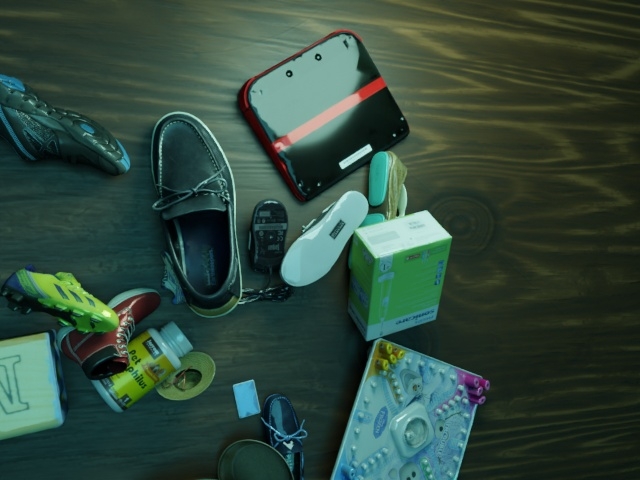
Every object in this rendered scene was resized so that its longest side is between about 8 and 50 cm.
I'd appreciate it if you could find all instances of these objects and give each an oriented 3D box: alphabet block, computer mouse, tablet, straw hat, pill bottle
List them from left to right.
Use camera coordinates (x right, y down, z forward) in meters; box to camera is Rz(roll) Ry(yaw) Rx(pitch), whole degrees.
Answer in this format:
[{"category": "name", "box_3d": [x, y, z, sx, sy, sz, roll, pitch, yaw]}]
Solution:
[{"category": "alphabet block", "box_3d": [-0.646, 0.299, 1.279, 0.197, 0.192, 0.194, -9, 87, -20]}, {"category": "pill bottle", "box_3d": [-0.400, 0.279, 1.397, 0.215, 0.117, 0.117, -37, 97, -17]}, {"category": "straw hat", "box_3d": [-0.308, 0.333, 1.448, 0.144, 0.144, 0.061, -29, 133, -18]}, {"category": "tablet", "box_3d": [-0.182, 0.390, 1.518, 0.054, 0.006, 0.083, -12, 88, -18]}, {"category": "computer mouse", "box_3d": [-0.167, 0.031, 1.529, 0.184, 0.060, 0.262, -8, 100, -23]}]

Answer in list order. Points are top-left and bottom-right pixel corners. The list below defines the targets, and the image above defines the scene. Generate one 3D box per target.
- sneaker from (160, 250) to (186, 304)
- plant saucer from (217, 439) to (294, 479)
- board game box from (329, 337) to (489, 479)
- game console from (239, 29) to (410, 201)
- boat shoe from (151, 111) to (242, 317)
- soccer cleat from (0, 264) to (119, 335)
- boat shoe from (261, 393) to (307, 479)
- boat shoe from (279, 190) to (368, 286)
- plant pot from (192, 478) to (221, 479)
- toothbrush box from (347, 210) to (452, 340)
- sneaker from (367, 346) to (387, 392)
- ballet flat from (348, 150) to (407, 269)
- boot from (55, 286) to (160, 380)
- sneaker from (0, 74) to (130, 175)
[{"category": "sneaker", "box_3d": [-0.355, 0.091, 1.464, 0.058, 0.052, 0.135, -25, 91, -11]}, {"category": "plant saucer", "box_3d": [-0.147, 0.557, 1.457, 0.198, 0.036, 0.199, 3, 101, 18]}, {"category": "board game box", "box_3d": [0.245, 0.493, 1.586, 0.390, 0.050, 0.390, 24, 78, -27]}, {"category": "game console", "box_3d": [0.014, -0.338, 1.625, 0.386, 0.060, 0.342, -34, 102, -17]}, {"category": "boat shoe", "box_3d": [-0.283, -0.075, 1.418, 0.186, 0.156, 0.500, -11, 78, -6]}, {"category": "soccer cleat", "box_3d": [-0.545, 0.117, 1.317, 0.289, 0.093, 0.121, 14, 48, 17]}, {"category": "boat shoe", "box_3d": [-0.072, 0.503, 1.501, 0.109, 0.089, 0.258, -15, 91, -19]}, {"category": "boat shoe", "box_3d": [-0.003, -0.003, 1.557, 0.113, 0.105, 0.306, 40, 68, -13]}, {"category": "plant pot", "box_3d": [-0.294, 0.649, 1.338, 0.196, 0.293, 0.293, 17, 79, 11]}, {"category": "toothbrush box", "box_3d": [0.188, 0.089, 1.525, 0.206, 0.122, 0.283, -15, 131, -18]}, {"category": "sneaker", "box_3d": [0.174, 0.348, 1.612, 0.064, 0.061, 0.158, -14, 90, -25]}, {"category": "ballet flat", "box_3d": [0.169, -0.064, 1.631, 0.124, 0.116, 0.343, 20, 75, -35]}, {"category": "boot", "box_3d": [-0.423, 0.205, 1.347, 0.244, 0.176, 0.088, -33, 135, -35]}, {"category": "sneaker", "box_3d": [-0.600, -0.231, 1.394, 0.340, 0.125, 0.140, 31, 104, -16]}]
